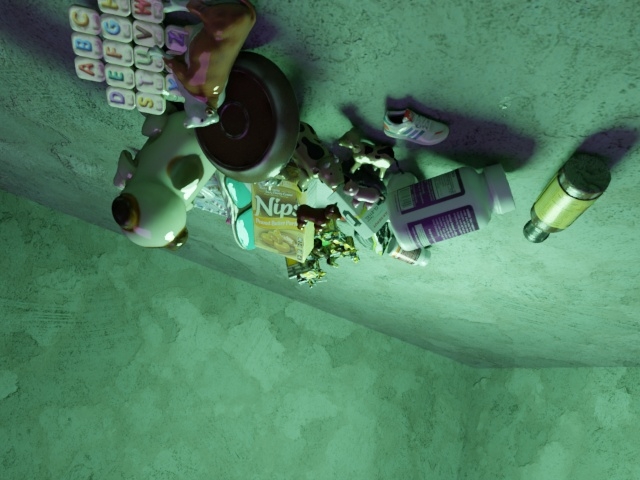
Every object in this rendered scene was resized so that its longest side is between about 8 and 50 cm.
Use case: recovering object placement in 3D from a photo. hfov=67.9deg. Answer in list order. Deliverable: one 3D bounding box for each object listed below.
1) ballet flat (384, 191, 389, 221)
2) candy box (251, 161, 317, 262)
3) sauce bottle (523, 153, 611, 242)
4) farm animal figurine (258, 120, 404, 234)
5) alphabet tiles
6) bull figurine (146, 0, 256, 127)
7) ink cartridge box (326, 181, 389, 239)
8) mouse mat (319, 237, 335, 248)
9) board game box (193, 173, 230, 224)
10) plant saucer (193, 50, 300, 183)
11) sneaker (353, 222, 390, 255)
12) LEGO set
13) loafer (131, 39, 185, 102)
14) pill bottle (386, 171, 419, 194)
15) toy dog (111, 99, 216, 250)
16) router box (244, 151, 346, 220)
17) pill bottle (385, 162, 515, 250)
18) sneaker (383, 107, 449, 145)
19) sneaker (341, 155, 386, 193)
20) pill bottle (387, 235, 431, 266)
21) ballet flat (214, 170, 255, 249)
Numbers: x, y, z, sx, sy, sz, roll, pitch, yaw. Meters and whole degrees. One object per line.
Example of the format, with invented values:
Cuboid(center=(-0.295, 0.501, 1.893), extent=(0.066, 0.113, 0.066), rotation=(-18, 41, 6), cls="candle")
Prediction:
Cuboid(center=(0.220, -0.098, 1.572), extent=(0.070, 0.070, 0.188), rotation=(2, 155, 36), cls="ballet flat")
Cuboid(center=(-0.112, -0.093, 1.459), extent=(0.182, 0.088, 0.317), rotation=(18, 135, 14), cls="candy box")
Cuboid(center=(0.608, -0.089, 1.214), extent=(0.111, 0.112, 0.344), rotation=(14, 161, 10), cls="sauce bottle")
Cuboid(center=(0.017, -0.201, 1.237), extent=(0.326, 0.330, 0.172), rotation=(39, 153, 10), cls="farm animal figurine")
Cuboid(center=(-0.431, -0.430, 1.101), extent=(0.277, 0.021, 0.284), rotation=(10, 132, -8), cls="alphabet tiles")
Cuboid(center=(-0.258, -0.393, 1.013), extent=(0.188, 0.101, 0.310), rotation=(26, 122, -18), cls="bull figurine")
Cuboid(center=(0.128, -0.111, 1.436), extent=(0.175, 0.127, 0.072), rotation=(46, 154, -5), cls="ink cartridge box")
Cuboid(center=(0.000, 0.000, 2.093), extent=(0.152, 0.007, 0.190), rotation=(13, 160, 13), cls="mouse mat")
Cuboid(center=(-0.512, -0.192, 1.959), extent=(0.389, 0.050, 0.390), rotation=(17, 160, 1), cls="board game box")
Cuboid(center=(-0.195, -0.288, 1.136), extent=(0.310, 0.311, 0.050), rotation=(7, -162, 27), cls="plant saucer")
Cuboid(center=(0.177, -0.032, 1.724), extent=(0.121, 0.111, 0.300), rotation=(16, 158, 17), cls="sneaker")
Cuboid(center=(0.010, 0.072, 1.702), extent=(0.254, 0.192, 0.331), rotation=(-15, 159, 8), cls="LEGO set")
Cuboid(center=(-0.390, -0.403, 1.221), extent=(0.319, 0.112, 0.112), rotation=(30, 157, -29), cls="loafer")
Cuboid(center=(0.272, -0.123, 1.422), extent=(0.094, 0.094, 0.169), rotation=(3, 155, 35), cls="pill bottle")
Cuboid(center=(-0.440, -0.169, 1.405), extent=(0.395, 0.408, 0.284), rotation=(11, 162, 35), cls="toy dog")
Cuboid(center=(-0.087, -0.187, 1.571), extent=(0.335, 0.082, 0.301), rotation=(9, 158, 23), cls="router box")
Cuboid(center=(0.337, -0.092, 1.242), extent=(0.301, 0.169, 0.169), rotation=(-18, 147, 19), cls="pill bottle")
Cuboid(center=(0.224, -0.273, 1.125), extent=(0.161, 0.057, 0.075), rotation=(14, 165, 18), cls="sneaker")
Cuboid(center=(0.104, -0.178, 1.377), extent=(0.170, 0.089, 0.051), rotation=(44, 153, -1), cls="sneaker")
Cuboid(center=(0.337, 0.043, 1.805), extent=(0.152, 0.086, 0.086), rotation=(22, 159, -10), cls="pill bottle")
Cuboid(center=(-0.298, -0.138, 1.738), extent=(0.139, 0.139, 0.400), rotation=(11, 140, 17), cls="ballet flat")
